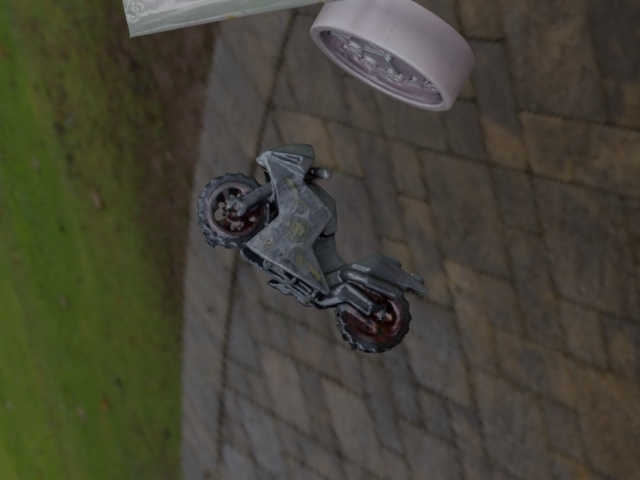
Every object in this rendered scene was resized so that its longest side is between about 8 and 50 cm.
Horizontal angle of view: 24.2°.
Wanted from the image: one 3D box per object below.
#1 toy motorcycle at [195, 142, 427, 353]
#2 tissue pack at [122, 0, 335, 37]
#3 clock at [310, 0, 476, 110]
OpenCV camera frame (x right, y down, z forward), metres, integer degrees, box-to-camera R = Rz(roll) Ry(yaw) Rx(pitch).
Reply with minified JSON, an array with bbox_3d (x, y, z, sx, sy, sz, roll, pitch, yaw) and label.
[{"bbox_3d":[0.000,0.000,1.296,0.215,0.122,0.080,37,168,-3],"label":"toy motorcycle"},{"bbox_3d":[-0.049,-0.272,1.168,0.124,0.225,0.184,-50,-49,-68],"label":"tissue pack"},{"bbox_3d":[0.087,-0.235,1.812,0.197,0.068,0.197,29,172,4],"label":"clock"}]
